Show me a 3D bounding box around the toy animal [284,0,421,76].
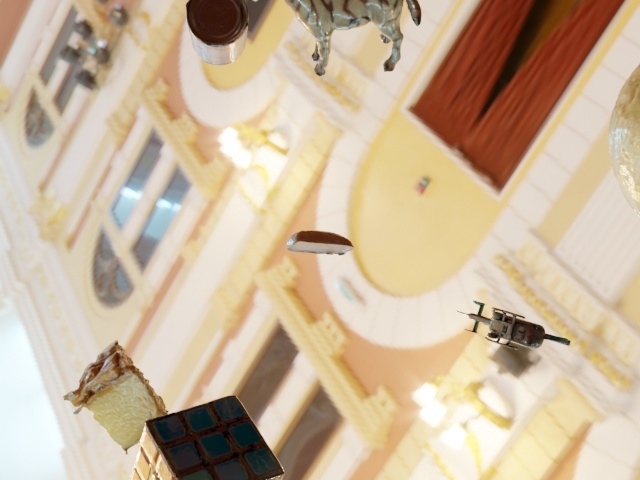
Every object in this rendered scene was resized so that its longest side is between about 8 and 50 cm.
[{"bbox_3d":[0.016,-0.314,1.539,0.255,0.170,0.090,0,-129,-20],"label":"toy animal"}]

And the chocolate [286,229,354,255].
[{"bbox_3d":[0.000,0.000,1.596,0.100,0.031,0.064,4,169,-16],"label":"chocolate"}]

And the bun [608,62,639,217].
[{"bbox_3d":[0.590,-0.138,1.478,0.348,0.353,0.227,10,161,-15],"label":"bun"}]

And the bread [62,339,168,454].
[{"bbox_3d":[-0.295,0.230,1.659,0.147,0.127,0.152,52,-156,-17],"label":"bread"}]

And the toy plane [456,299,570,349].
[{"bbox_3d":[0.327,0.150,1.895,0.096,0.060,0.235,9,-176,-41],"label":"toy plane"}]

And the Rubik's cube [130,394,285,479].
[{"bbox_3d":[-0.174,0.354,1.601,0.162,0.163,0.161,-11,-131,-35],"label":"Rubik's cube"}]

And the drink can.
[{"bbox_3d":[-0.161,-0.335,1.674,0.097,0.097,0.235,30,-179,-5],"label":"drink can"}]
